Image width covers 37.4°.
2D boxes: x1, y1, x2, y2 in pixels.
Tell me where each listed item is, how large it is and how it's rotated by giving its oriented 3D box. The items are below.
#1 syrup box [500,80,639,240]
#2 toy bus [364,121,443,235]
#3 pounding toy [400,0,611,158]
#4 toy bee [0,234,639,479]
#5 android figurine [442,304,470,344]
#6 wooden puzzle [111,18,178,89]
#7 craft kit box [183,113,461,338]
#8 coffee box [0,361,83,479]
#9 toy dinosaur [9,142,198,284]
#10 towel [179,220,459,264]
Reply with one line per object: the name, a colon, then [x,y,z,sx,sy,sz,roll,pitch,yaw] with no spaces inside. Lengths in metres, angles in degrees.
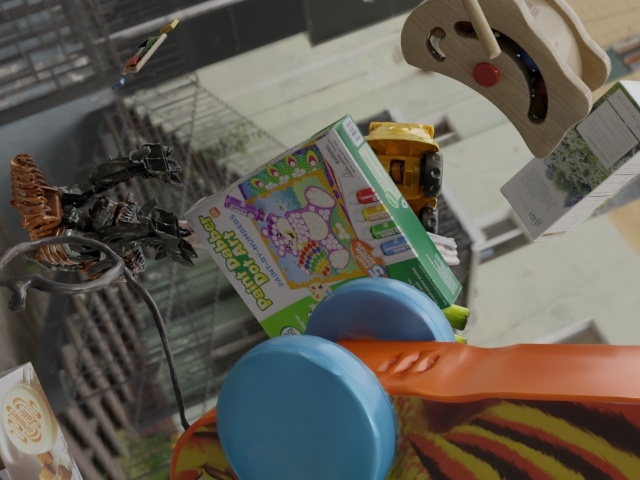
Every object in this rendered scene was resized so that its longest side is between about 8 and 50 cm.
syrup box: [0.372,-0.106,1.303,0.237,0.096,0.093,-47,-116,36]
toy bus: [0.132,-0.101,1.633,0.211,0.150,0.220,-76,167,-64]
pounding toy: [0.161,-0.189,0.966,0.269,0.155,0.154,48,-38,-15]
toy bee: [0.007,0.097,0.410,0.298,0.195,0.162,19,-64,44]
android figurine: [0.119,0.116,1.607,0.248,0.273,0.056,-67,176,-57]
wooden puzzle: [-0.245,-0.259,1.303,0.014,0.116,0.078,41,-21,-24]
craft kit box: [-0.001,0.012,1.129,0.250,0.247,0.061,55,36,-11]
coffee box: [-0.437,0.318,1.344,0.246,0.098,0.141,68,21,-4]
toy dinosaur: [-0.279,-0.015,1.161,0.322,0.218,0.164,7,66,-82]
towel: [0.000,0.000,1.443,0.332,0.317,0.053,13,77,-52]
